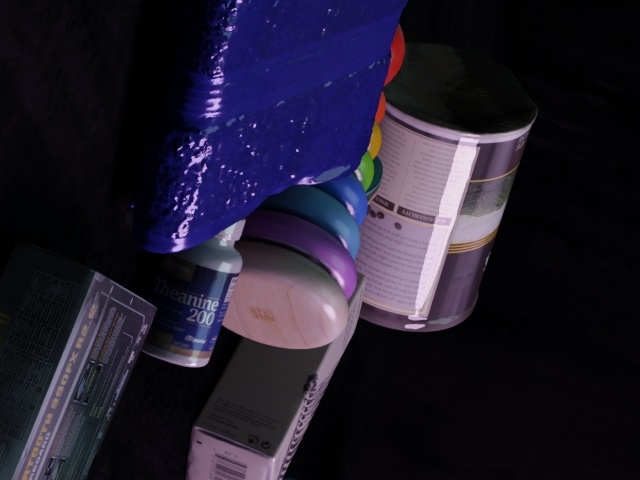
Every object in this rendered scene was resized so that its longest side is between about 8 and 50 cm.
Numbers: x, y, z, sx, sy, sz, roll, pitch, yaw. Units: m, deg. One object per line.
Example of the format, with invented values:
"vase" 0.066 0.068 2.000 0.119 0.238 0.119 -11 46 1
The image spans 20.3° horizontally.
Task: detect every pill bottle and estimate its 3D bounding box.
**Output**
"pill bottle" -0.100 0.032 1.380 0.067 0.067 0.120 -23 133 -78

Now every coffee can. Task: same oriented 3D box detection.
"coffee can" 0.119 -0.062 2.075 0.201 0.201 0.275 -57 165 -55

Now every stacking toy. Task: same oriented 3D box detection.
"stacking toy" -0.001 -0.074 1.584 0.141 0.141 0.330 96 12 -60

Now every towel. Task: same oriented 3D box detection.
"towel" -0.027 -0.153 1.211 0.228 0.076 0.308 -27 144 -43

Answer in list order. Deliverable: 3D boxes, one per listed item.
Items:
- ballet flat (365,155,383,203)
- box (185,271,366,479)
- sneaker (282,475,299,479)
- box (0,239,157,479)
"ballet flat" -0.003 -0.041 1.836 0.248 0.086 0.086 -44 153 -68
"box" -0.045 0.145 1.896 0.113 0.094 0.275 101 13 -49
"sneaker" -0.089 0.475 2.307 0.341 0.125 0.139 -60 173 -36
"box" -0.185 0.127 1.108 0.183 0.056 0.231 51 59 -79
